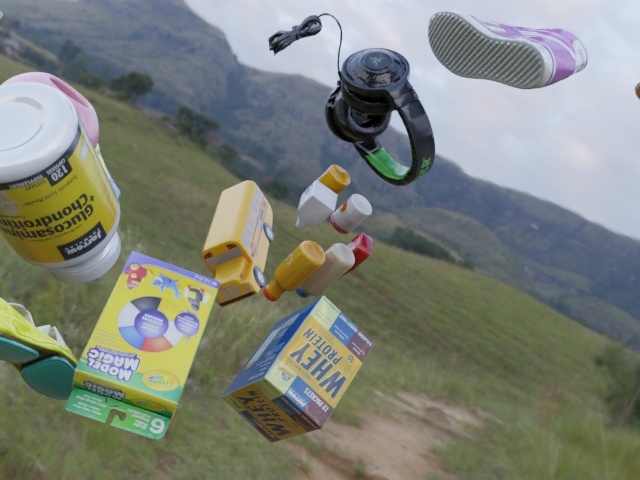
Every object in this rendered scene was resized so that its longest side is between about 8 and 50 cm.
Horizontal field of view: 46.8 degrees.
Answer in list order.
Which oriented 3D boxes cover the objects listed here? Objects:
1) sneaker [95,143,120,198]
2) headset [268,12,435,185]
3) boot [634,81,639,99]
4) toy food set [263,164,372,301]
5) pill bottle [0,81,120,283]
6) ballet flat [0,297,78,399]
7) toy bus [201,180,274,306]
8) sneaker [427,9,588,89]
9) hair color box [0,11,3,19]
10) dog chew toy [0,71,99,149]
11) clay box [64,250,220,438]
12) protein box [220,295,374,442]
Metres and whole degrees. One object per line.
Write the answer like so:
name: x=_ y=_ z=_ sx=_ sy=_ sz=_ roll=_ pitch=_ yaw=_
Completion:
sneaker: x=-0.550 y=-0.155 z=1.786 sx=0.126 sy=0.091 sz=0.240 roll=69 pitch=-6 yaw=-51
headset: x=0.066 y=-0.275 z=1.456 sx=0.394 sy=0.185 sz=0.243 roll=58 pitch=-20 yaw=9
boot: x=0.615 y=-0.259 z=1.342 sx=0.059 sy=0.084 sz=0.158 roll=-15 pitch=-11 yaw=13
toy food set: x=0.000 y=0.000 z=1.055 sx=0.111 sy=0.104 sz=0.232 roll=35 pitch=36 yaw=-18
pill bottle: x=-0.236 y=-0.040 z=0.644 sx=0.103 sy=0.103 sz=0.184 roll=29 pitch=-27 yaw=22
ballet flat: x=-0.377 y=0.136 z=0.968 sx=0.231 sy=0.077 sz=0.077 roll=64 pitch=9 yaw=-57
toy bus: x=-0.192 y=0.003 z=1.736 sx=0.130 sy=0.108 sz=0.332 roll=59 pitch=20 yaw=-29
sneaker: x=0.321 y=-0.329 z=1.263 sx=0.161 sy=0.102 sz=0.282 roll=-20 pitch=41 yaw=-31
hair color box: x=-0.516 y=-0.124 z=0.790 sx=0.114 sy=0.374 sz=0.185 roll=39 pitch=-38 yaw=-23
dog chew toy: x=-0.578 y=-0.156 z=1.412 sx=0.207 sy=0.332 sz=0.206 roll=40 pitch=8 yaw=-7
clay box: x=-0.218 y=0.127 z=0.928 sx=0.128 sy=0.222 sz=0.053 roll=20 pitch=-44 yaw=-8
protein box: x=-0.044 y=0.241 z=1.366 sx=0.136 sy=0.201 sz=0.200 roll=44 pitch=-36 yaw=-9
